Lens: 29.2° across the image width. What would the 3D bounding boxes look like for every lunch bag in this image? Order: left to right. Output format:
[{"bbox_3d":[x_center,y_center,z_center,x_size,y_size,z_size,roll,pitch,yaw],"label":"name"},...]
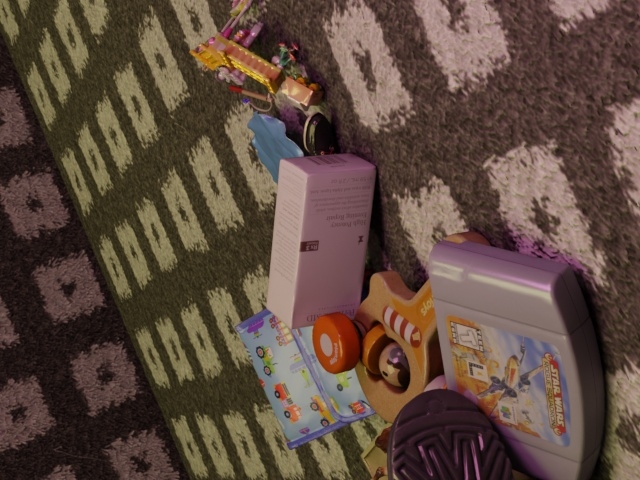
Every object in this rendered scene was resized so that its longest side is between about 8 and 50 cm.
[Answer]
[{"bbox_3d":[0.029,0.173,1.910,0.293,0.138,0.221,-33,79,51],"label":"lunch bag"}]

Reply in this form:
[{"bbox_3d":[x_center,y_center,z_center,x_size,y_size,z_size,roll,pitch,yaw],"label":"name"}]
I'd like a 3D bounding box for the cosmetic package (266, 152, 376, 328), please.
[{"bbox_3d":[0.000,0.000,1.712,0.085,0.117,0.231,34,126,54],"label":"cosmetic package"}]

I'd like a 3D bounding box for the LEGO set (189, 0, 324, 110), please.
[{"bbox_3d":[-0.091,-0.284,1.797,0.132,0.107,0.287,40,171,-36],"label":"LEGO set"}]

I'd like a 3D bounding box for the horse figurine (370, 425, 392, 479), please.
[{"bbox_3d":[0.157,0.349,1.739,0.263,0.066,0.174,45,135,31],"label":"horse figurine"}]

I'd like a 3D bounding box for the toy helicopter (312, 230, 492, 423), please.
[{"bbox_3d":[0.137,0.124,1.589,0.235,0.140,0.355,63,146,26],"label":"toy helicopter"}]

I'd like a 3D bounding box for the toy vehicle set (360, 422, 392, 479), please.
[{"bbox_3d":[0.147,0.360,1.898,0.166,0.035,0.267,60,157,17],"label":"toy vehicle set"}]

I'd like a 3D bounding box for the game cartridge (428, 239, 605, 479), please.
[{"bbox_3d":[0.231,0.150,1.422,0.198,0.062,0.297,18,129,44],"label":"game cartridge"}]

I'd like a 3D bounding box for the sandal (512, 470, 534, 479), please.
[{"bbox_3d":[0.225,0.271,1.624,0.240,0.088,0.079,32,108,45],"label":"sandal"}]

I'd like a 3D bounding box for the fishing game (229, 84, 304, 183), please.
[{"bbox_3d":[-0.045,-0.121,1.862,0.189,0.041,0.264,26,147,57],"label":"fishing game"}]

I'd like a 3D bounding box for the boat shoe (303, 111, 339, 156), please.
[{"bbox_3d":[0.008,-0.121,1.746,0.042,0.049,0.133,34,143,45],"label":"boat shoe"}]

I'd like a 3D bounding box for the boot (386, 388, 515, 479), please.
[{"bbox_3d":[0.130,0.427,1.574,0.445,0.146,0.367,114,144,-63],"label":"boot"}]

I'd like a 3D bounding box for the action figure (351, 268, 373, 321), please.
[{"bbox_3d":[0.056,0.097,1.783,0.038,0.030,0.115,38,111,25],"label":"action figure"}]
